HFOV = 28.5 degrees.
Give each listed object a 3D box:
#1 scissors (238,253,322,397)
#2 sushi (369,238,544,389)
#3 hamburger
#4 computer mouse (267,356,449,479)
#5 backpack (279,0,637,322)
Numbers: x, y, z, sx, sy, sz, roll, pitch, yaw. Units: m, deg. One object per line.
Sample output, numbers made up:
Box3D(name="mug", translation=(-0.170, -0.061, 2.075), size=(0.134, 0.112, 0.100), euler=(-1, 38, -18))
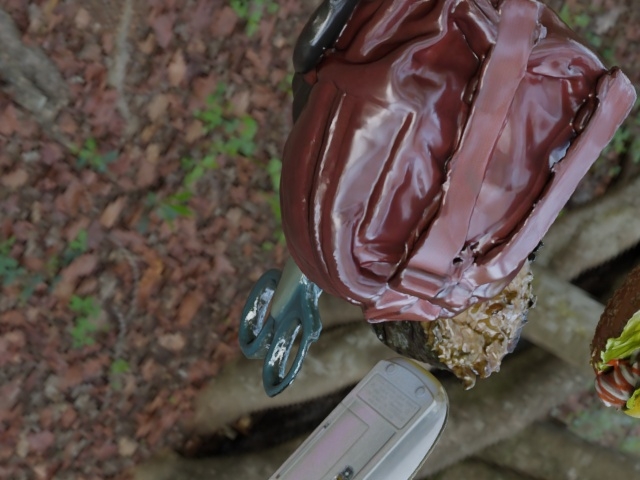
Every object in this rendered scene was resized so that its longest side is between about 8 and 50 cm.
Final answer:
Box3D(name="scissors", translation=(0.000, 0.000, 1.134), size=(0.041, 0.138, 0.289), euler=(18, 108, -26))
Box3D(name="sushi", translation=(0.194, 0.008, 1.720), size=(0.234, 0.207, 0.348), euler=(-10, 99, -22))
Box3D(name="hamburger", translation=(0.308, 0.056, 1.048), size=(0.210, 0.116, 0.173), euler=(-60, -175, 47))
Box3D(name="computer mouse", translation=(0.028, 0.189, 1.096), size=(0.199, 0.102, 0.045), euler=(-46, 138, -11))
Box3D(name="backpack", translation=(0.070, -0.050, 0.753), size=(0.229, 0.139, 0.229), euler=(-24, 129, -33))
